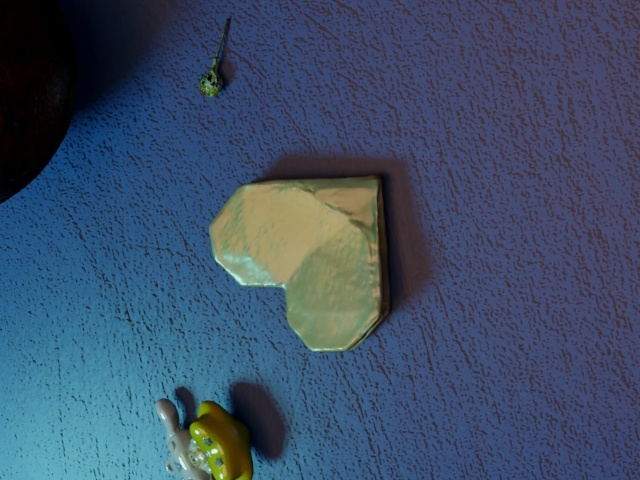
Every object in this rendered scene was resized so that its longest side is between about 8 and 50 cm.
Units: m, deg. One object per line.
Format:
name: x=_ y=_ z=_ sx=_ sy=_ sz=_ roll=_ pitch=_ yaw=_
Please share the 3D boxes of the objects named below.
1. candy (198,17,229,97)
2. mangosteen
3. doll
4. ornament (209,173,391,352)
candy: x=-0.105 y=-0.189 z=1.402 sx=0.023 sy=0.025 sz=0.083 roll=15 pitch=96 yaw=-29
mangosteen: x=-0.409 y=-0.151 z=1.376 sx=0.306 sy=0.306 sz=0.359 roll=47 pitch=140 yaw=6
doll: x=-0.129 y=0.220 z=1.453 sx=0.135 sy=0.071 sz=0.113 roll=43 pitch=126 yaw=14
ornament: x=0.000 y=0.000 z=1.377 sx=0.201 sy=0.059 sz=0.180 roll=42 pitch=105 yaw=10
